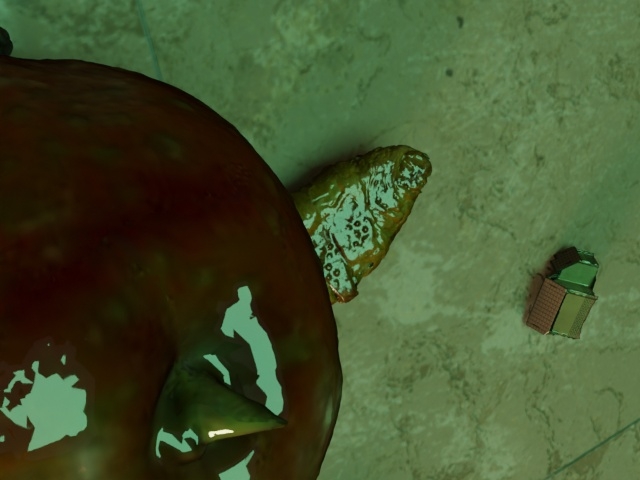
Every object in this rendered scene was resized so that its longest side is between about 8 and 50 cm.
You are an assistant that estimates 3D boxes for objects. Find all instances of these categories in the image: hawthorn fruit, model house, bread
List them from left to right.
[{"bbox_3d":[-0.155,0.074,0.686,0.403,0.403,0.403,-9,106,-31],"label":"hawthorn fruit"},{"bbox_3d":[0.000,0.000,0.963,0.233,0.076,0.105,-40,108,-11],"label":"bread"},{"bbox_3d":[0.251,0.053,1.158,0.058,0.057,0.083,13,116,-9],"label":"model house"}]

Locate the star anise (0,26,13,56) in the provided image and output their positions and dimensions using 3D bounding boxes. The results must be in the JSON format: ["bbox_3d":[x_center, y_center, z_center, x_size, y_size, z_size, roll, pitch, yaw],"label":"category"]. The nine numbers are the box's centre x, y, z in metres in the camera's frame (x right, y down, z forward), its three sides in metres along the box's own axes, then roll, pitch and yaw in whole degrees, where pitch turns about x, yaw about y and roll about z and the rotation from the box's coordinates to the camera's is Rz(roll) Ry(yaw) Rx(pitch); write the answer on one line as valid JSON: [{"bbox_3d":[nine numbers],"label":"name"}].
[{"bbox_3d":[-0.283,-0.178,0.737,0.197,0.073,0.212,-24,116,-23],"label":"star anise"}]
